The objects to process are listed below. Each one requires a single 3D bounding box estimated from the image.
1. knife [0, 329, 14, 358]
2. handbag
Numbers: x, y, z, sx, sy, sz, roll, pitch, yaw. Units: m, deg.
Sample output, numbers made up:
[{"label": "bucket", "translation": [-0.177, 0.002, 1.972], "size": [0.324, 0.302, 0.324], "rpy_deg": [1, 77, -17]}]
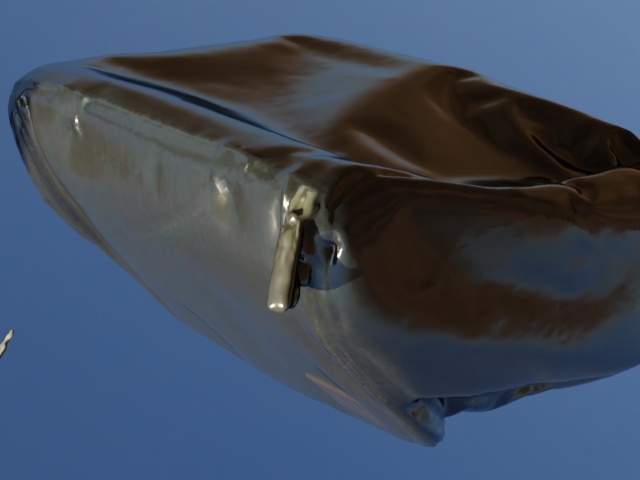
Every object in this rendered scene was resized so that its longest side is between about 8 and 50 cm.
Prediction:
[{"label": "knife", "translation": [-0.278, 0.177, 0.910], "size": [0.017, 0.298, 0.047], "rpy_deg": [30, -162, -10]}, {"label": "handbag", "translation": [0.001, 0.003, 0.723], "size": [0.275, 0.178, 0.302], "rpy_deg": [-14, -154, -40]}]
